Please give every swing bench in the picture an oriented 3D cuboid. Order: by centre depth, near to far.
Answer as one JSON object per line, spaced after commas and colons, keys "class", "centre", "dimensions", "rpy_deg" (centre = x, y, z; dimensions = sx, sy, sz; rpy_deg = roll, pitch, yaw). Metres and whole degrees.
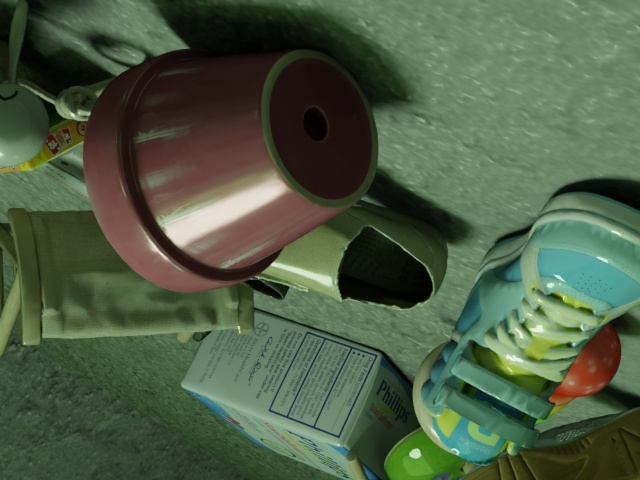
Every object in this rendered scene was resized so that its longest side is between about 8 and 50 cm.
{"class": "swing bench", "centre": [-0.236, 0.039, 1.578], "dimensions": [0.253, 0.165, 0.255], "rpy_deg": [-1, 173, -23]}

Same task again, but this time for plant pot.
{"class": "plant pot", "centre": [-0.061, -0.069, 1.118], "dimensions": [0.180, 0.201, 0.201], "rpy_deg": [-14, 139, 43]}

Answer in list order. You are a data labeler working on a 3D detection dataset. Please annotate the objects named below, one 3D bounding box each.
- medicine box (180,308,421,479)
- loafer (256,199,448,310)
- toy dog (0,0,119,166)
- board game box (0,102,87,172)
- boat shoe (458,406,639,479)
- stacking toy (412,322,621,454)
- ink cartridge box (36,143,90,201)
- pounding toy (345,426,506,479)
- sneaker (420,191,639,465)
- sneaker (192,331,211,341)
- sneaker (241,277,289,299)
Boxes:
{"class": "medicine box", "centre": [-0.011, 0.238, 2.046], "dimensions": [0.289, 0.149, 0.263], "rpy_deg": [17, 162, 31]}
{"class": "loafer", "centre": [0.000, 0.000, 1.283], "dimensions": [0.268, 0.102, 0.092], "rpy_deg": [11, -161, -13]}
{"class": "toy dog", "centre": [-0.338, -0.161, 1.297], "dimensions": [0.334, 0.220, 0.161], "rpy_deg": [-2, 117, 46]}
{"class": "board game box", "centre": [-0.304, -0.110, 1.444], "dimensions": [0.259, 0.124, 0.039], "rpy_deg": [6, 124, 56]}
{"class": "boat shoe", "centre": [0.264, 0.263, 1.556], "dimensions": [0.096, 0.277, 0.098], "rpy_deg": [167, 86, -78]}
{"class": "stacking toy", "centre": [0.215, 0.136, 1.454], "dimensions": [0.141, 0.141, 0.330], "rpy_deg": [28, 157, -7]}
{"class": "ink cartridge box", "centre": [-0.257, -0.088, 1.565], "dimensions": [0.104, 0.060, 0.180], "rpy_deg": [33, 163, -24]}
{"class": "pounding toy", "centre": [0.166, 0.338, 1.914], "dimensions": [0.183, 0.237, 0.110], "rpy_deg": [79, 171, -55]}
{"class": "sneaker", "centre": [0.186, 0.089, 1.163], "dimensions": [0.127, 0.208, 0.319], "rpy_deg": [28, 164, -1]}
{"class": "sneaker", "centre": [-0.156, 0.063, 1.873], "dimensions": [0.106, 0.101, 0.267], "rpy_deg": [48, 165, 3]}
{"class": "sneaker", "centre": [-0.069, -0.032, 1.342], "dimensions": [0.083, 0.118, 0.222], "rpy_deg": [11, 158, 44]}
